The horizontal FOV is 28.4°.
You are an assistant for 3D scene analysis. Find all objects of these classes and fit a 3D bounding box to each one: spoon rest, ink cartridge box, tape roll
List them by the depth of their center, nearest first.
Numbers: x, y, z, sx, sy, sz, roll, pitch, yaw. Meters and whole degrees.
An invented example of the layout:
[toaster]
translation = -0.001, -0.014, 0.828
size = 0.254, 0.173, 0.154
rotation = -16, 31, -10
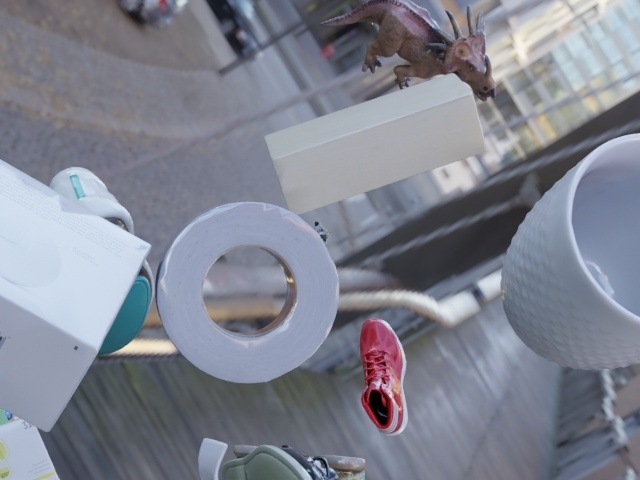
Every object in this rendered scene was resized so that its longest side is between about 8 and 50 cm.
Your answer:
[tape roll]
translation = -0.090, 0.061, 1.534
size = 0.219, 0.219, 0.072
rotation = 57, -6, -6
[ink cartridge box]
translation = -0.456, 0.262, 1.656
size = 0.171, 0.056, 0.235
rotation = -15, 78, -54
[spoon rest]
translation = -0.124, 0.441, 2.205
size = 0.137, 0.084, 0.276
rotation = 8, -27, 42

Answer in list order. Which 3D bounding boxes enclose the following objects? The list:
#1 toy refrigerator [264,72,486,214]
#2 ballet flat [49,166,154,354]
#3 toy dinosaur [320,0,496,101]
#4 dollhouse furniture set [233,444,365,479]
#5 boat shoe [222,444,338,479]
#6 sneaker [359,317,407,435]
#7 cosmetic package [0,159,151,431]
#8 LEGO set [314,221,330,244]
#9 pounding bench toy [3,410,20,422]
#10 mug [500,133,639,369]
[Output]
[toy refrigerator]
translation = 0.071, -0.124, 1.659
size = 0.102, 0.269, 0.094
rotation = -113, -176, -66
[ballet flat]
translation = -0.315, 0.025, 1.781
size = 0.400, 0.139, 0.139
rotation = 98, -32, -61
[toy dinosaur]
translation = 0.159, -0.338, 2.071
size = 0.295, 0.127, 0.200
rotation = 27, -14, -8
[dollhouse furniture set]
translation = -0.135, 0.472, 1.800
size = 0.256, 0.394, 0.362
rotation = 83, 13, -77
[boat shoe]
translation = -0.034, 0.335, 1.705
size = 0.340, 0.113, 0.127
rotation = 145, -63, -65
[sneaker]
translation = 0.112, 0.241, 2.303
size = 0.128, 0.087, 0.221
rotation = 50, 25, -73
[cosmetic package]
translation = -0.333, 0.049, 1.368
size = 0.224, 0.138, 0.225
rotation = 30, 30, -8
[LEGO set]
translation = 0.000, -0.002, 1.939
size = 0.083, 0.023, 0.054
rotation = -148, -117, -77
[pounding bench toy]
translation = -0.583, 0.361, 2.478
size = 0.083, 0.052, 0.065
rotation = 51, -7, 12
[mug]
translation = 0.428, 0.012, 1.774
size = 0.276, 0.374, 0.328
rotation = 44, -25, 3
